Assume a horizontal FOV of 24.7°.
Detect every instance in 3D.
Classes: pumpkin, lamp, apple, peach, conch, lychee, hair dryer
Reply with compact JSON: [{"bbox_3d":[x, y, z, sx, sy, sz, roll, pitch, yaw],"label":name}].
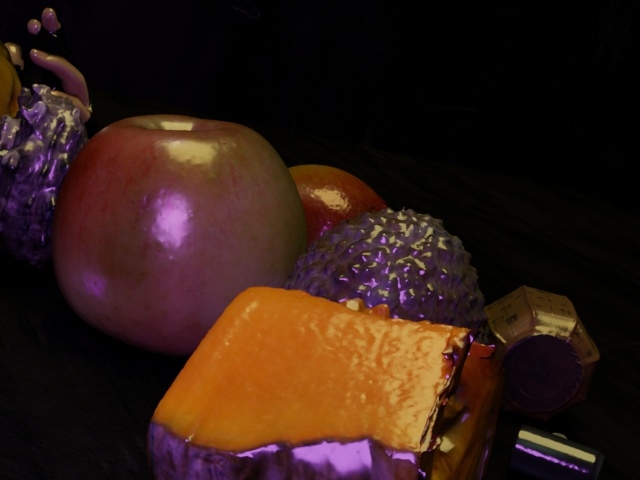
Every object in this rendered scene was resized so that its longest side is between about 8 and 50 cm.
[{"bbox_3d":[0.018,0.171,1.169,0.225,0.256,0.303,14,-13,22],"label":"pumpkin"},{"bbox_3d":[0.276,0.145,1.888,0.161,0.161,0.185,15,13,1],"label":"lamp"},{"bbox_3d":[-0.168,-0.014,1.756,0.319,0.277,0.319,13,14,-3],"label":"apple"},{"bbox_3d":[0.000,0.000,2.113,0.231,0.231,0.231,14,11,-3],"label":"peach"},{"bbox_3d":[-0.376,-0.081,1.918,0.186,0.241,0.313,-8,-20,-1],"label":"conch"},{"bbox_3d":[0.076,0.090,1.636,0.255,0.274,0.255,19,31,-12],"label":"lychee"},{"bbox_3d":[0.276,0.242,1.681,0.100,0.057,0.197,19,6,11],"label":"hair dryer"}]

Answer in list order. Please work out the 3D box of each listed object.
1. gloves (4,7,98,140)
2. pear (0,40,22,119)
[{"bbox_3d":[-0.481,-0.251,2.529,0.197,0.301,0.152,19,32,27],"label":"gloves"},{"bbox_3d":[-0.609,-0.200,2.165,0.336,0.285,0.285,-3,15,-14],"label":"pear"}]
